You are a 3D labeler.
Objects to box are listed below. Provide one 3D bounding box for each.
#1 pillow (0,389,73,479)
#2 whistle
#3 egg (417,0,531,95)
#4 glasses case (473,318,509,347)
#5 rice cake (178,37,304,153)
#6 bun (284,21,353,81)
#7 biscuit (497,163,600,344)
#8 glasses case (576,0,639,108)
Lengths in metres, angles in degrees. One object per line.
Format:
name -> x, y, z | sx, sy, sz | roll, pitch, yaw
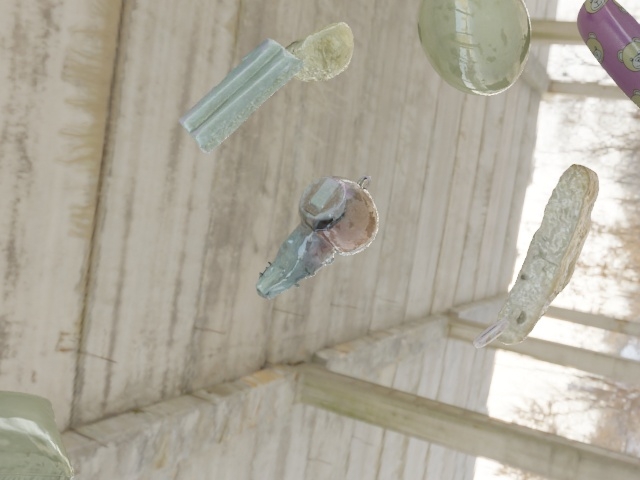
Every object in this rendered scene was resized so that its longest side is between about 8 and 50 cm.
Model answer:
pillow -> -0.611, 0.351, 1.260 | 0.322, 0.255, 0.119 | 13, -71, -39
whistle -> 0.000, 0.000, 1.535 | 0.348, 0.189, 0.189 | -49, -33, -6
egg -> 0.313, -0.427, 1.461 | 0.269, 0.219, 0.219 | 59, -142, -8
glasses case -> 0.342, 0.186, 1.437 | 0.083, 0.021, 0.032 | -40, -39, 11
rice cake -> -0.132, -0.241, 1.180 | 0.226, 0.085, 0.040 | -45, -27, -9
bun -> -0.002, -0.507, 1.978 | 0.220, 0.220, 0.134 | -38, -76, -53
biscuit -> 0.552, 0.037, 1.692 | 0.446, 0.104, 0.429 | -4, -65, -66
glasses case -> 0.683, -0.415, 1.598 | 0.076, 0.316, 0.123 | -25, -20, -15
